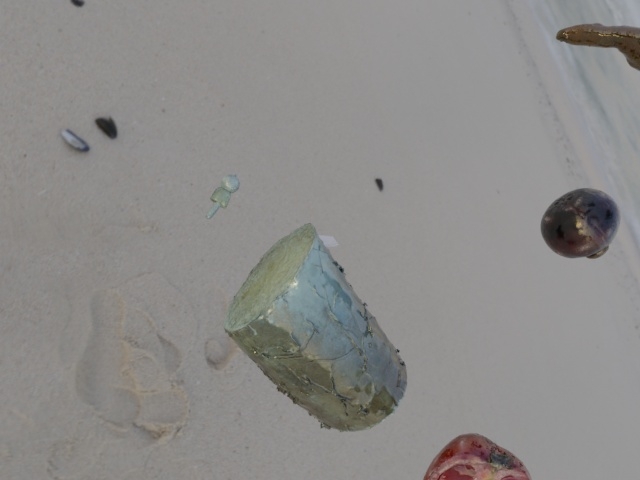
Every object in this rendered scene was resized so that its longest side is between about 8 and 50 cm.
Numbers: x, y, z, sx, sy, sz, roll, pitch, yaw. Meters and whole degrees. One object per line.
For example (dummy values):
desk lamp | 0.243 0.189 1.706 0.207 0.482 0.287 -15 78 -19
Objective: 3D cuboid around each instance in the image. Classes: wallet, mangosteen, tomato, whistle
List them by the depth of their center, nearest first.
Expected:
tomato | 0.250 0.398 0.807 0.189 0.173 0.099 21 22 -8
whistle | -0.179 -0.082 0.875 0.035 0.035 0.100 37 74 -26
mangosteen | 0.531 -0.028 0.971 0.153 0.152 0.152 23 54 -36
wallet | 0.000 0.000 1.148 0.083 0.011 0.044 4 31 -33

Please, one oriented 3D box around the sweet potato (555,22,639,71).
sweet potato | 0.528 -0.314 0.779 0.270 0.074 0.074 18 43 14

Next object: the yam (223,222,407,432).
yam | -0.007 0.173 0.880 0.348 0.241 0.241 53 41 -19
